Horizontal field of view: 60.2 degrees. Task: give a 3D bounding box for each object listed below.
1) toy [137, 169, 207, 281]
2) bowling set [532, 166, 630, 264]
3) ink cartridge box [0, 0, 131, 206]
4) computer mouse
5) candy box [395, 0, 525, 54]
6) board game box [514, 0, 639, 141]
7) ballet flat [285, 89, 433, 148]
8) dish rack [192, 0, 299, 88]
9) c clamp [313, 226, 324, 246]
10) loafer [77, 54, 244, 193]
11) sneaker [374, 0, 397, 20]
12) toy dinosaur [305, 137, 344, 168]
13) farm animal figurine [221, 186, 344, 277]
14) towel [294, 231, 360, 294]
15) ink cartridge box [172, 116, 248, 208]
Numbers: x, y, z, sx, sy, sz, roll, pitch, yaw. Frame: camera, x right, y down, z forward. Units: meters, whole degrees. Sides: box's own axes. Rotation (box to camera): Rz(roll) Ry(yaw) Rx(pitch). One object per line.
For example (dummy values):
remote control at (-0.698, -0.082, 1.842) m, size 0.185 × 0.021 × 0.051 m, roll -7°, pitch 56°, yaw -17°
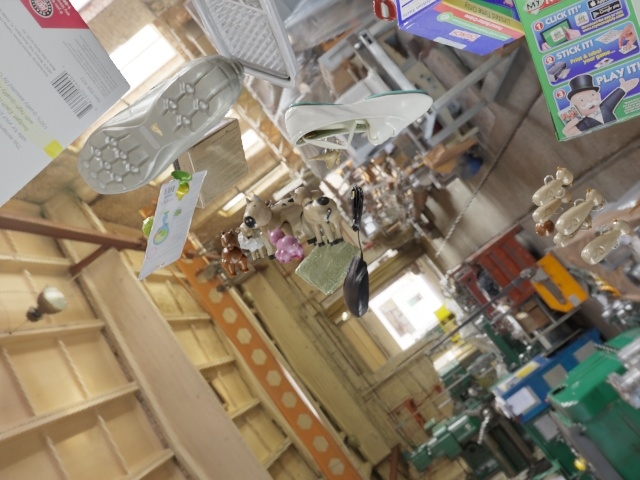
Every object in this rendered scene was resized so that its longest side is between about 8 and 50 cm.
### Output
toy at (-0.319, -0.042, 1.133) m, size 0.056 × 0.237 × 0.137 m, roll 35°, pitch -149°, yaw 12°
bowling set at (0.697, -0.082, 1.564) m, size 0.287 × 0.154 × 0.200 m, roll 47°, pitch 178°, yaw -10°
ink cartridge box at (-0.587, -0.273, 0.991) m, size 0.161 × 0.384 × 0.279 m, roll 8°, pitch 141°, yaw 38°
computer mouse at (0.060, 0.019, 1.004) m, size 0.071 × 0.041 × 0.241 m, roll 118°, pitch 152°, yaw -77°
candy box at (0.274, -0.571, 1.131) m, size 0.268 × 0.122 × 0.316 m, roll -1°, pitch -98°, yaw -38°
board game box at (0.438, -0.281, 0.704) m, size 0.046 × 0.318 × 0.213 m, roll -14°, pitch -93°, yaw -63°
ballet flat at (0.100, -0.311, 1.485) m, size 0.139 × 0.401 × 0.139 m, roll -3°, pitch -90°, yaw -78°
dish rack at (-0.188, -0.549, 1.385) m, size 0.286 × 0.072 × 0.332 m, roll 26°, pitch 159°, yaw 29°
c clamp at (0.000, 0.000, 1.569) m, size 0.160 × 0.022 × 0.137 m, roll 61°, pitch -153°, yaw -68°
loafer at (-0.238, -0.166, 0.825) m, size 0.112 × 0.320 × 0.111 m, roll 57°, pitch -151°, yaw -16°
sneaker at (0.177, -0.685, 1.415) m, size 0.087 × 0.128 × 0.221 m, roll 15°, pitch 163°, yaw 7°
toy dinosaur at (0.031, -0.259, 1.651) m, size 0.053 × 0.092 × 0.183 m, roll 22°, pitch -165°, yaw 29°
farm animal figurine at (-0.099, -0.047, 1.373) m, size 0.327 × 0.331 × 0.172 m, roll -41°, pitch -68°, yaw -76°
towel at (0.020, 0.052, 1.341) m, size 0.110 × 0.148 × 0.027 m, roll 33°, pitch 158°, yaw 16°
ink cartridge box at (-0.327, -0.237, 1.643) m, size 0.088 × 0.234 × 0.193 m, roll 12°, pitch 128°, yaw 28°
